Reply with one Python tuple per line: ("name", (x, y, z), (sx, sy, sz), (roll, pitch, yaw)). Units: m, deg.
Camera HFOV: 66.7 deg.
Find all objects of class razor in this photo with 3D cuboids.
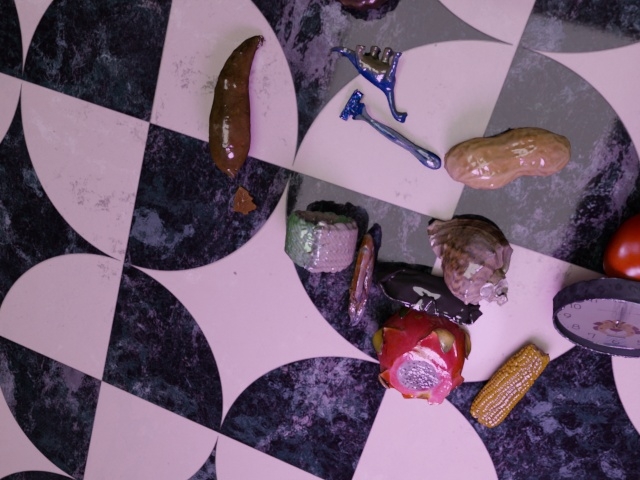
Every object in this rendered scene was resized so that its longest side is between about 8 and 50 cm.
("razor", (0.203, -0.296, 1.369), (0.324, 0.056, 0.093), (36, 114, 3))

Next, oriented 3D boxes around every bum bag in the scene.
("bum bag", (0.309, 0.151, 1.413), (0.327, 0.142, 0.079), (18, 138, 14))

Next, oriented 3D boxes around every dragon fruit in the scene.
("dragon fruit", (0.289, 0.340, 1.419), (0.291, 0.189, 0.290), (3, 102, 14))

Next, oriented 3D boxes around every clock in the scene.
("clock", (0.757, 0.205, 1.235), (0.313, 0.061, 0.312), (18, 150, 11))

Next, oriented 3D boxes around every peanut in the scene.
("peanut", (0.487, -0.216, 1.275), (0.314, 0.149, 0.149), (-12, 99, 11))

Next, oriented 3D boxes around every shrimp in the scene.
("shrimp", (0.115, 0.130, 1.434), (0.062, 0.164, 0.316), (13, 112, 12))

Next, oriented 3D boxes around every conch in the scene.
("conch", (0.409, 0.043, 1.307), (0.210, 0.159, 0.291), (-39, 76, 5))

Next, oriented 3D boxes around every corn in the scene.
("corn", (0.543, 0.432, 1.423), (0.102, 0.101, 0.310), (32, 110, 6))

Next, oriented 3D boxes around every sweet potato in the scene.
("sweet potato", (-0.255, -0.399, 1.437), (0.131, 0.130, 0.422), (11, 95, 12))

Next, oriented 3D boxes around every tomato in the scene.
("tomato", (0.859, 0.031, 1.180), (0.299, 0.298, 0.226), (18, 69, 10))

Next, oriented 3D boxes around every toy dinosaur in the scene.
("toy dinosaur", (0.137, -0.443, 1.353), (0.248, 0.075, 0.188), (13, 115, 6))

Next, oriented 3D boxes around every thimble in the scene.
("thimble", (0.000, 0.000, 1.404), (0.219, 0.219, 0.150), (11, 103, 12))

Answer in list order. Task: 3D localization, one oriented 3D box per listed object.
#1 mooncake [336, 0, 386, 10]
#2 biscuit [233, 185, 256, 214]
("mooncake", (0.109, -0.723, 1.265), (0.229, 0.124, 0.228), (4, 104, 14))
("biscuit", (-0.245, -0.127, 1.545), (0.082, 0.016, 0.092), (-8, 99, 21))
